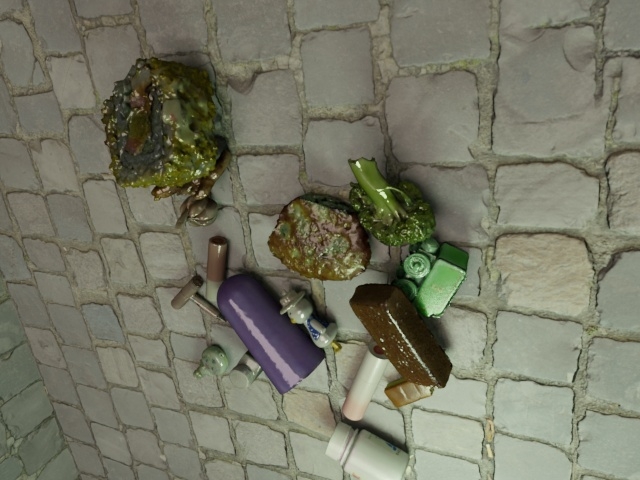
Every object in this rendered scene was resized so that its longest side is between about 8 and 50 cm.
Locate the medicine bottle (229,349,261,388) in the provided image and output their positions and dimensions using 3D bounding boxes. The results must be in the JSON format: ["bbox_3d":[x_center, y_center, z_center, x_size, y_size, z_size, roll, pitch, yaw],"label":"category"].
[{"bbox_3d":[-0.264,0.480,1.969,0.088,0.188,0.132,34,123,9],"label":"medicine bottle"}]

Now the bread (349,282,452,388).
[{"bbox_3d":[0.254,0.294,1.580,0.165,0.113,0.416,-3,133,43],"label":"bread"}]

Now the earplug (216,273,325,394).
[{"bbox_3d":[-0.203,0.319,1.860,0.456,0.215,0.215,50,125,2],"label":"earplug"}]

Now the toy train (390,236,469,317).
[{"bbox_3d":[0.323,0.109,1.537,0.188,0.132,0.243,27,124,6],"label":"toy train"}]

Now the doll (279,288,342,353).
[{"bbox_3d":[-0.037,0.283,1.806,0.293,0.119,0.138,47,168,-2],"label":"doll"}]

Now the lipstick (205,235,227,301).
[{"bbox_3d":[-0.394,0.110,1.935,0.070,0.070,0.254,20,120,18],"label":"lipstick"}]

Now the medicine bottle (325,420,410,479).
[{"bbox_3d":[0.172,0.810,1.913,0.293,0.170,0.170,24,122,14],"label":"medicine bottle"}]

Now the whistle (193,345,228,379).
[{"bbox_3d":[-0.468,0.527,2.174,0.126,0.067,0.258,52,129,5],"label":"whistle"}]

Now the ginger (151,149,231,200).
[{"bbox_3d":[-0.451,-0.209,1.781,0.333,0.080,0.166,-6,70,24],"label":"ginger"}]

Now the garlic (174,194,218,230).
[{"bbox_3d":[-0.439,-0.090,1.800,0.131,0.194,0.127,-24,114,31],"label":"garlic"}]

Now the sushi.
[{"bbox_3d":[-0.492,-0.364,1.616,0.351,0.240,0.396,-6,89,32],"label":"sushi"}]

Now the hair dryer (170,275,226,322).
[{"bbox_3d":[-0.482,0.271,2.077,0.220,0.053,0.195,45,126,-6],"label":"hair dryer"}]

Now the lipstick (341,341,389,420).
[{"bbox_3d":[0.162,0.506,1.826,0.087,0.087,0.327,27,122,14],"label":"lipstick"}]

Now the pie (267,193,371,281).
[{"bbox_3d":[0.000,0.000,1.663,0.355,0.103,0.288,15,119,16],"label":"pie"}]

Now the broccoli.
[{"bbox_3d":[0.190,-0.127,1.472,0.302,0.186,0.254,59,164,-8],"label":"broccoli"}]

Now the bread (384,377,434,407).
[{"bbox_3d":[0.330,0.504,1.762,0.226,0.049,0.088,-32,96,33],"label":"bread"}]
